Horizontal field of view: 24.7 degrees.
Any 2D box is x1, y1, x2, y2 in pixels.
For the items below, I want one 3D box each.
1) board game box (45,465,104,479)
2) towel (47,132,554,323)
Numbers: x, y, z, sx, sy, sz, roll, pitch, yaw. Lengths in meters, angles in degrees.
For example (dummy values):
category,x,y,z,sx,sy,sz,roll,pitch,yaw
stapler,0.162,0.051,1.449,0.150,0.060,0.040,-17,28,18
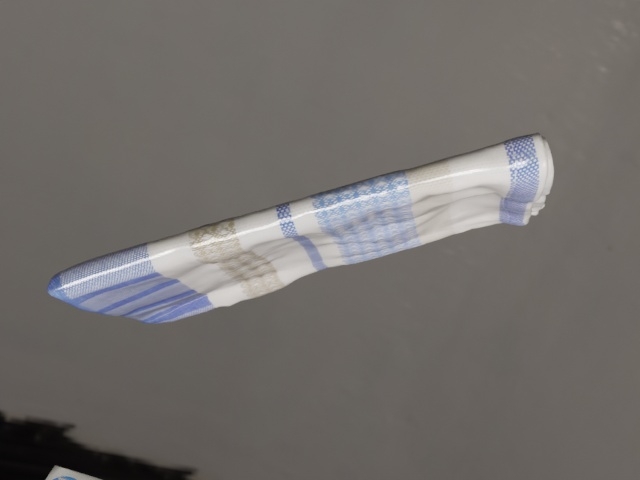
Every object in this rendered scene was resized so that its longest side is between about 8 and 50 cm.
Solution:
category,x,y,z,sx,sy,sz,roll,pitch,yaw
board game box,-0.232,0.393,1.363,0.253,0.079,0.336,8,54,35
towel,0.000,0.000,0.869,0.209,0.285,0.034,47,-152,-83
